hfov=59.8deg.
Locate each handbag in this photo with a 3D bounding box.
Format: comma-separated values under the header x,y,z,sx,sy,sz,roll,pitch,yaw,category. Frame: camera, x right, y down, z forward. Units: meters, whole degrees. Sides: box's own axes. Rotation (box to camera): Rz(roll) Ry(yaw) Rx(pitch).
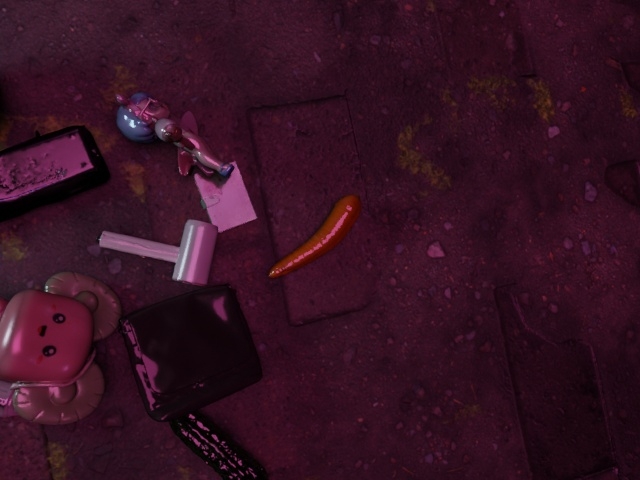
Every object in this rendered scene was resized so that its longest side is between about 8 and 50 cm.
x,y,z,sx,sy,sz,roll,pitch,yaw,category
-0.257,0.219,1.113,0.247,0.080,0.222,-17,85,-31,handbag

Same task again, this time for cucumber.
x,y,z,sx,sy,sz,roll,pitch,yaw,category
-0.209,0.424,1.126,0.265,0.077,0.077,45,78,-7,cucumber

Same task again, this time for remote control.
x,y,z,sx,sy,sz,roll,pitch,yaw,category
-0.624,-0.108,1.071,0.399,0.062,0.144,-24,91,-14,remote control

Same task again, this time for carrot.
x,y,z,sx,sy,sz,roll,pitch,yaw,category
0.000,0.000,1.217,0.271,0.062,0.066,-48,130,-8,carrot

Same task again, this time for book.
x,y,z,sx,sy,sz,roll,pitch,yaw,category
-0.205,-0.092,1.192,0.103,0.017,0.135,-21,91,-14,book

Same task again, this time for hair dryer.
x,y,z,sx,sy,sz,roll,pitch,yaw,category
-0.336,0.009,1.138,0.237,0.073,0.131,11,84,-3,hair dryer

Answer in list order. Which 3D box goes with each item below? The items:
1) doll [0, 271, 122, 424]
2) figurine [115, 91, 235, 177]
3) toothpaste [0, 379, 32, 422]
x,y,z,sx,sy,sz,roll,pitch,yaw,category
-0.521,0.185,1.030,0.269,0.216,0.284,24,60,-32,doll
-0.294,-0.197,1.104,0.260,0.205,0.102,34,104,-5,figurine
-0.686,0.270,1.032,0.323,0.066,0.100,17,90,-8,toothpaste
